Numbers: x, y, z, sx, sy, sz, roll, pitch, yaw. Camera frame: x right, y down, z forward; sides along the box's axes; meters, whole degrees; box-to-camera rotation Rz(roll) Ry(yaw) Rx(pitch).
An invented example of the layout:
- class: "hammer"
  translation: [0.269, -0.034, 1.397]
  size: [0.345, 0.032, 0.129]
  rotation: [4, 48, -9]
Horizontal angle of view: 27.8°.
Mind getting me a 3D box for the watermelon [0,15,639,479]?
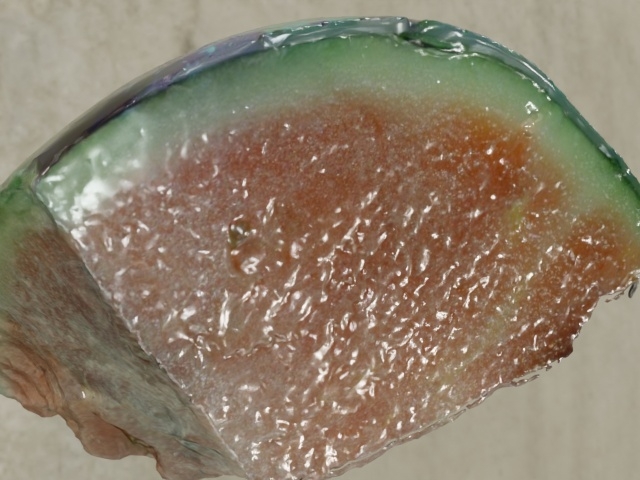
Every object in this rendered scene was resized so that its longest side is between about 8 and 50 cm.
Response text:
- class: "watermelon"
  translation: [-0.009, -0.021, 0.412]
  size: [0.231, 0.128, 0.146]
  rotation: [-24, 139, -17]
